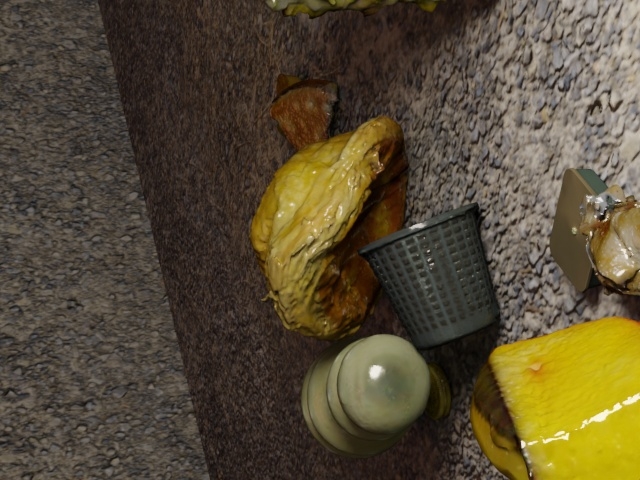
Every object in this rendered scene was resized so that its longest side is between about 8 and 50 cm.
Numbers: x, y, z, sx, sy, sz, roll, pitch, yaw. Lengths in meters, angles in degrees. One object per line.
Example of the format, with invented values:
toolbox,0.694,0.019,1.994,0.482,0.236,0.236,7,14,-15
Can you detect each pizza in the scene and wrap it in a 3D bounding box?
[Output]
pizza,-0.006,-0.173,2.377,0.185,0.052,0.195,-10,97,53

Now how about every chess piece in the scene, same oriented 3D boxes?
chess piece,0.074,0.209,1.979,0.330,0.182,0.182,122,137,-77

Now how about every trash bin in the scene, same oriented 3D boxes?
trash bin,0.154,0.054,1.855,0.161,0.175,0.175,69,161,1

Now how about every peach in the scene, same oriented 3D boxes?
peach,0.301,0.248,1.364,0.306,0.242,0.380,58,-172,-78

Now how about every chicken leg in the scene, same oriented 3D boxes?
chicken leg,0.326,-0.004,1.425,0.196,0.080,0.125,158,116,-71

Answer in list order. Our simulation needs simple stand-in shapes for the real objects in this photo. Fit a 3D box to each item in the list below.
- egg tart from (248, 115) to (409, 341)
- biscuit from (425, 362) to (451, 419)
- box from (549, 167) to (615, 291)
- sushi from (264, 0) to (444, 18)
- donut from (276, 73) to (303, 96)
egg tart,0.016,-0.016,1.982,0.351,0.153,0.339,-63,-24,-22
biscuit,0.167,0.222,2.082,0.084,0.023,0.084,170,90,-71
box,0.296,-0.013,1.578,0.091,0.031,0.126,-120,28,-48
sushi,0.059,-0.414,1.547,0.351,0.396,0.240,140,123,-63
donut,-0.048,-0.246,2.483,0.108,0.043,0.097,-118,26,-48
